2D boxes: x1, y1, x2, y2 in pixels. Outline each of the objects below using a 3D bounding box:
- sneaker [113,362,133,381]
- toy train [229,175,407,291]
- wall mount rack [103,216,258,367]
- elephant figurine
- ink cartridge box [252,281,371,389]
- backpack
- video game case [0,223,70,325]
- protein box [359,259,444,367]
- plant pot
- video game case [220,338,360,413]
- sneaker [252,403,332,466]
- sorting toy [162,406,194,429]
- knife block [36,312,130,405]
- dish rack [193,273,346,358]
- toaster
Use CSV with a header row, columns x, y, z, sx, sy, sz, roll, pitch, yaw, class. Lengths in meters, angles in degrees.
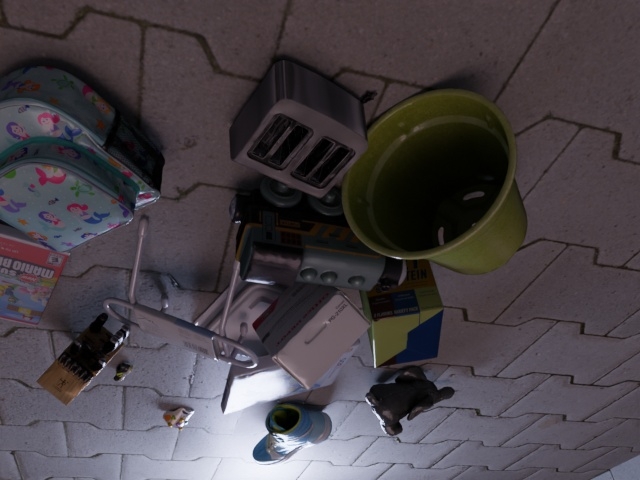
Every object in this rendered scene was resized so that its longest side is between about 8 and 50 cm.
x,y,z,sx,sy,sz,roll,pitch,yaw,class
-0.542,0.354,1.465,0.035,0.031,0.083,38,121,-23,sneaker
0.000,0.000,0.969,0.334,0.190,0.142,10,138,-17,toy train
-0.269,0.121,1.093,0.350,0.130,0.304,18,144,8,wall mount rack
0.271,0.454,1.594,0.239,0.186,0.169,-24,94,6,elephant figurine
-0.027,0.167,1.068,0.172,0.237,0.100,-45,105,-8,ink cartridge box
-0.392,-0.117,0.805,0.225,0.191,0.253,-21,132,20,backpack
-0.616,0.065,1.028,0.204,0.025,0.285,20,135,-27,video game case
0.157,0.119,1.113,0.136,0.201,0.199,-9,141,0,protein box
0.218,-0.063,0.893,0.276,0.276,0.254,-27,147,24,plant pot
-0.086,0.352,1.405,0.329,0.036,0.300,-9,149,-21,video game case
-0.143,0.624,1.753,0.319,0.127,0.208,-35,134,18,sneaker
-0.443,0.559,1.714,0.075,0.045,0.083,-45,128,14,sorting toy
-0.508,0.240,1.227,0.088,0.275,0.242,44,94,-9,knife block
-0.123,0.203,1.295,0.286,0.072,0.333,23,132,-28,dish rack
-0.028,-0.169,0.828,0.168,0.110,0.186,21,133,-29,toaster
